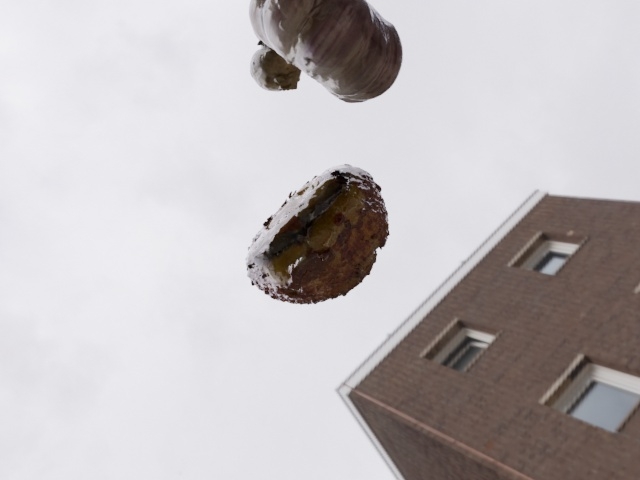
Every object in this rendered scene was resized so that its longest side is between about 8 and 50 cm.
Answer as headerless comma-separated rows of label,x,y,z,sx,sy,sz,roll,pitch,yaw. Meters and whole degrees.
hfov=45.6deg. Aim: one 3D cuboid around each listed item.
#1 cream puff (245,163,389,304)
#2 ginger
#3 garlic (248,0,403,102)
cream puff,0.001,-0.001,1.106,0.240,0.240,0.164,-40,-85,-21
ginger,-0.064,-0.325,1.128,0.080,0.104,0.204,-3,-75,-32
garlic,0.011,-0.204,0.735,0.159,0.147,0.102,34,-77,-16
